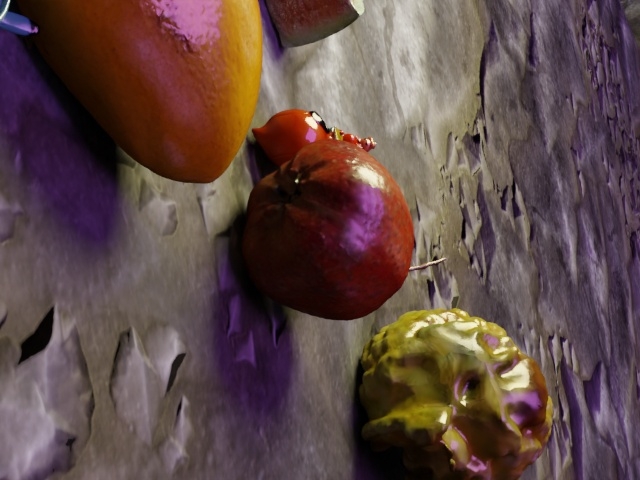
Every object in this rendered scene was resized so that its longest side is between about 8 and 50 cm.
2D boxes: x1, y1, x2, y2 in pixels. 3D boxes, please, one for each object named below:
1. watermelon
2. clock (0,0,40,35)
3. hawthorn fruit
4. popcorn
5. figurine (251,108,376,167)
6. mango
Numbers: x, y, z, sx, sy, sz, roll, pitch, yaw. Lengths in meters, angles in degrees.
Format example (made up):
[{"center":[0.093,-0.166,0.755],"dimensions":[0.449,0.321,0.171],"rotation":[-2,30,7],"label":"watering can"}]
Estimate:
[{"center":[-0.018,-0.270,1.345],"dimensions":[0.158,0.098,0.121],"rotation":[48,22,-54],"label":"watermelon"},{"center":[-0.246,-0.176,0.855],"dimensions":[0.147,0.045,0.108],"rotation":[7,73,-61],"label":"clock"},{"center":[0.026,0.009,1.207],"dimensions":[0.203,0.162,0.162],"rotation":[43,40,-34],"label":"hawthorn fruit"},{"center":[0.137,0.175,1.368],"dimensions":[0.189,0.218,0.169],"rotation":[-63,-179,-33],"label":"popcorn"},{"center":[-0.010,-0.093,1.293],"dimensions":[0.140,0.075,0.068],"rotation":[21,60,-49],"label":"figurine"},{"center":[-0.126,-0.170,1.006],"dimensions":[0.257,0.138,0.187],"rotation":[60,41,-20],"label":"mango"}]
